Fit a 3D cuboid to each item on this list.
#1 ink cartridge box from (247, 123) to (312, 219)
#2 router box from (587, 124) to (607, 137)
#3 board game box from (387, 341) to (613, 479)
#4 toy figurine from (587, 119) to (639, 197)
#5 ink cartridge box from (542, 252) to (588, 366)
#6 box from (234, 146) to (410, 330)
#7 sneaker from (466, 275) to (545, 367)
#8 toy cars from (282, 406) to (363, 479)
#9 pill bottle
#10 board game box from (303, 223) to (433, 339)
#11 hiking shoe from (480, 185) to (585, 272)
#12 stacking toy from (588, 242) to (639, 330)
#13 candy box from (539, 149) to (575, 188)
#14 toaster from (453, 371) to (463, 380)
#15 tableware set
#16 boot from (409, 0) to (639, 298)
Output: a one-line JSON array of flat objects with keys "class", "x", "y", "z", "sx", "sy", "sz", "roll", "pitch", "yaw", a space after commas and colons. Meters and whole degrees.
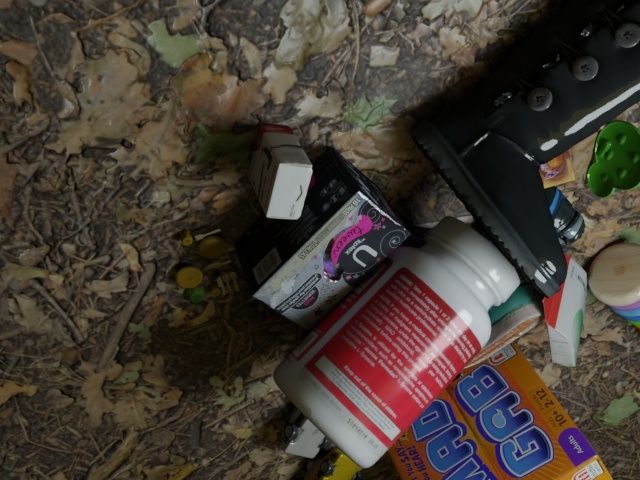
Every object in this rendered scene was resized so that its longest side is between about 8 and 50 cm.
[{"class": "ink cartridge box", "x": -0.066, "y": -0.110, "z": 1.296, "sx": 0.056, "sy": 0.135, "sz": 0.099, "roll": 3, "pitch": 122, "yaw": -22}, {"class": "router box", "x": 0.447, "y": -0.217, "z": 1.479, "sx": 0.122, "sy": 0.038, "sz": 0.092, "roll": -31, "pitch": 128, "yaw": 2}, {"class": "board game box", "x": 0.397, "y": 0.503, "z": 1.766, "sx": 0.356, "sy": 0.356, "sz": 0.356, "roll": -34, "pitch": 128, "yaw": 5}, {"class": "toy figurine", "x": 0.614, "y": -0.158, "z": 1.553, "sx": 0.159, "sy": 0.130, "sz": 0.173, "roll": -13, "pitch": 150, "yaw": -24}, {"class": "ink cartridge box", "x": 0.491, "y": 0.116, "z": 1.632, "sx": 0.056, "sy": 0.181, "sz": 0.224, "roll": 7, "pitch": 145, "yaw": 23}, {"class": "box", "x": 0.000, "y": 0.000, "z": 1.381, "sx": 0.247, "sy": 0.163, "sz": 0.142, "roll": -45, "pitch": 125, "yaw": 14}, {"class": "sneaker", "x": 0.314, "y": 0.173, "z": 1.675, "sx": 0.108, "sy": 0.121, "sz": 0.302, "roll": 8, "pitch": 142, "yaw": -47}, {"class": "toy cars", "x": 0.000, "y": 0.436, "z": 1.746, "sx": 0.176, "sy": 0.087, "sz": 0.393, "roll": -17, "pitch": 125, "yaw": -16}, {"class": "pill bottle", "x": 0.135, "y": 0.161, "z": 1.387, "sx": 0.407, "sy": 0.229, "sz": 0.229, "roll": -45, "pitch": 128, "yaw": -6}, {"class": "board game box", "x": 0.102, "y": 0.121, "z": 1.584, "sx": 0.208, "sy": 0.056, "sz": 0.346, "roll": 11, "pitch": 119, "yaw": -22}, {"class": "hiking shoe", "x": 0.343, "y": -0.001, "z": 1.571, "sx": 0.304, "sy": 0.113, "sz": 0.132, "roll": -33, "pitch": 101, "yaw": 10}, {"class": "stacking toy", "x": 0.706, "y": 0.137, "z": 1.778, "sx": 0.141, "sy": 0.141, "sz": 0.330, "roll": -43, "pitch": 132, "yaw": 11}, {"class": "candy box", "x": 0.350, "y": -0.135, "z": 1.464, "sx": 0.187, "sy": 0.053, "sz": 0.109, "roll": -15, "pitch": 130, "yaw": 11}, {"class": "toaster", "x": 0.164, "y": 0.224, "z": 1.582, "sx": 0.186, "sy": 0.110, "sz": 0.168, "roll": -27, "pitch": 128, "yaw": -2}, {"class": "tableware set", "x": -0.205, "y": 0.043, "z": 1.426, "sx": 0.104, "sy": 0.024, "sz": 0.154, "roll": -17, "pitch": 129, "yaw": -5}, {"class": "boot", "x": 0.424, "y": -0.178, "z": 1.321, "sx": 0.445, "sy": 0.367, "sz": 0.146, "roll": -37, "pitch": 168, "yaw": 6}]
